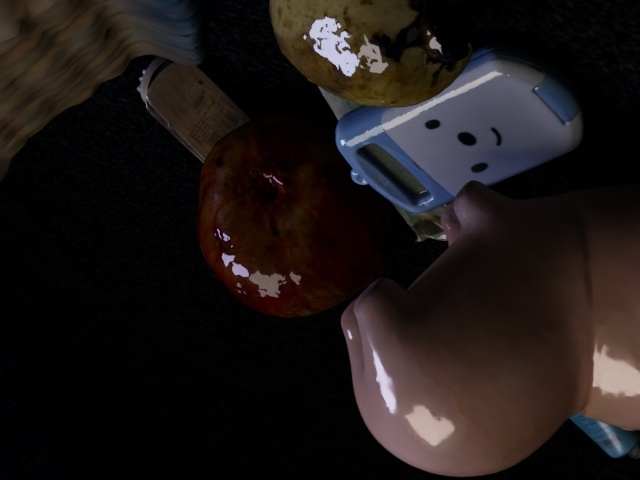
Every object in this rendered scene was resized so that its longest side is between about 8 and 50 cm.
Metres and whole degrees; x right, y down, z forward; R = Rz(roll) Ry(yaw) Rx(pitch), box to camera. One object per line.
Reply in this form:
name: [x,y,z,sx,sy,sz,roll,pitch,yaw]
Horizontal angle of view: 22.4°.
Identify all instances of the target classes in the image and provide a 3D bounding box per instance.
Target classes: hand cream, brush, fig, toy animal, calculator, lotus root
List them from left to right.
brush: [-0.074,-0.079,1.603,0.327,0.070,0.065,44,172,-39]
fig: [0.016,-0.026,1.543,0.190,0.191,0.290,9,-172,41]
lotus root: [0.029,-0.164,1.192,0.138,0.138,0.214,41,167,-29]
calculator: [0.109,-0.086,1.289,0.210,0.039,0.121,-23,131,32]
toy animal: [0.186,0.071,1.269,0.269,0.326,0.237,48,173,-1]
hand cream: [0.268,0.165,1.766,0.224,0.048,0.083,40,157,-12]

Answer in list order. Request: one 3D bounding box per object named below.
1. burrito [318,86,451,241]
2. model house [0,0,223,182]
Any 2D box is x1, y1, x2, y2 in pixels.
burrito: [0.066,-0.092,1.382,0.096,0.066,0.309,12,151,42]
model house: [-0.201,-0.273,0.840,0.445,0.400,0.395,57,-178,1]
